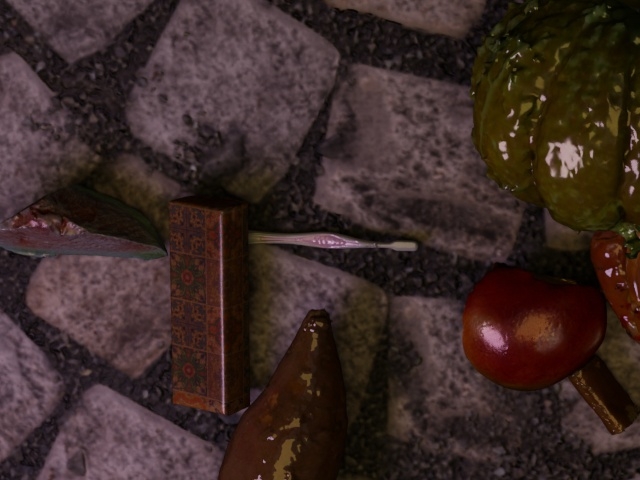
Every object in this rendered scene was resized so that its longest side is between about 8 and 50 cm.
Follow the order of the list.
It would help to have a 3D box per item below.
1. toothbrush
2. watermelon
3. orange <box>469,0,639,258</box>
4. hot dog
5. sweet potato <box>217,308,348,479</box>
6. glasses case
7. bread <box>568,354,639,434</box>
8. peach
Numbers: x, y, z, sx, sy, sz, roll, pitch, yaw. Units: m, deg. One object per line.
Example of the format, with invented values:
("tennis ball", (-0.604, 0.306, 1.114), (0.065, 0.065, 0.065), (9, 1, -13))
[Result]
("toothbrush", (0.000, 0.000, 1.999), (0.204, 0.022, 0.017), (3, 100, 6))
("watermelon", (-0.247, -0.013, 1.993), (0.180, 0.094, 0.081), (2, 100, -10))
("orange", (0.293, -0.145, 1.794), (0.300, 0.301, 0.223), (30, 139, 36))
("hot dog", (0.374, 0.056, 1.912), (0.257, 0.150, 0.153), (41, 94, -4))
("sweet potato", (-0.041, 0.230, 2.002), (0.131, 0.131, 0.336), (6, 102, 4))
("glasses case", (-0.112, 0.066, 2.002), (0.075, 0.049, 0.218), (9, 106, 35))
("bread", (0.290, 0.159, 1.994), (0.036, 0.047, 0.083), (-33, 96, 42))
("peach", (0.219, 0.092, 1.957), (0.118, 0.151, 0.151), (35, 109, 44))
